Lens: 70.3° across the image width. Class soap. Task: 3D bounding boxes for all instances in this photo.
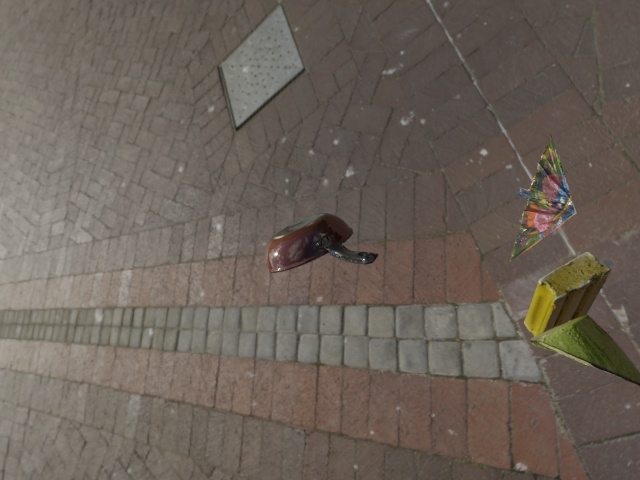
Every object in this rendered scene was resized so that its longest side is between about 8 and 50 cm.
[{"bbox_3d":[0.750,0.185,1.409,0.199,0.315,0.091,-27,54,-4],"label":"soap"}]

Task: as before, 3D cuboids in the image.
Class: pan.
[{"bbox_3d":[0.000,-0.001,0.304,0.115,0.068,0.023,4,120,61],"label":"pan"}]

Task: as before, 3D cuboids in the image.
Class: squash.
[{"bbox_3d":[0.480,0.181,0.797,0.184,0.192,0.085,21,88,20],"label":"squash"}]

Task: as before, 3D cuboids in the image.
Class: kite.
[{"bbox_3d":[0.510,-0.080,1.036,0.234,0.016,0.320,-115,34,-72],"label":"kite"}]
